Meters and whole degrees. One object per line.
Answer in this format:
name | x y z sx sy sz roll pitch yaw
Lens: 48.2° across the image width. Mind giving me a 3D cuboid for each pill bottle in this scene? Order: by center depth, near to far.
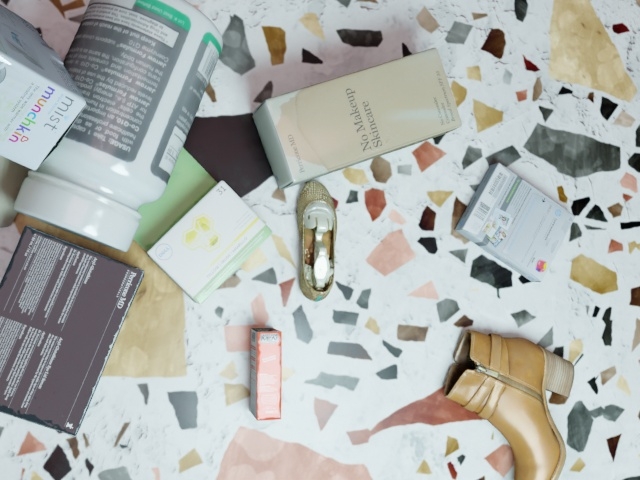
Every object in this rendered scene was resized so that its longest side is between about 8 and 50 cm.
pill bottle | -0.300 -0.180 1.060 0.204 0.204 0.361 23 82 -13

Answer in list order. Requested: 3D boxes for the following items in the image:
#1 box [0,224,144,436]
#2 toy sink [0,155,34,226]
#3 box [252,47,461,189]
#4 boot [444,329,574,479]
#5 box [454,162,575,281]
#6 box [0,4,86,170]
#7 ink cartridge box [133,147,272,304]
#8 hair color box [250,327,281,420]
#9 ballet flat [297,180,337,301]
box | -0.399 0.133 1.075 0.184 0.103 0.261 23 82 -10
toy sink | -0.538 -0.120 1.010 0.131 0.234 0.152 25 94 16
box | 0.059 -0.202 1.199 0.311 0.121 0.148 -22 94 -15
boot | 0.322 0.306 1.255 0.220 0.109 0.283 19 81 -15
box | 0.359 -0.032 1.316 0.186 0.038 0.145 32 81 -11
box | -0.464 -0.245 0.921 0.127 0.262 0.231 -49 143 8
ink cartridge box | -0.219 -0.038 1.155 0.171 0.056 0.235 -46 101 -12
hair color box | -0.090 0.216 1.170 0.043 0.072 0.141 0 88 -14
ballet flat | 0.000 0.000 1.203 0.073 0.067 0.206 -3 88 -14
